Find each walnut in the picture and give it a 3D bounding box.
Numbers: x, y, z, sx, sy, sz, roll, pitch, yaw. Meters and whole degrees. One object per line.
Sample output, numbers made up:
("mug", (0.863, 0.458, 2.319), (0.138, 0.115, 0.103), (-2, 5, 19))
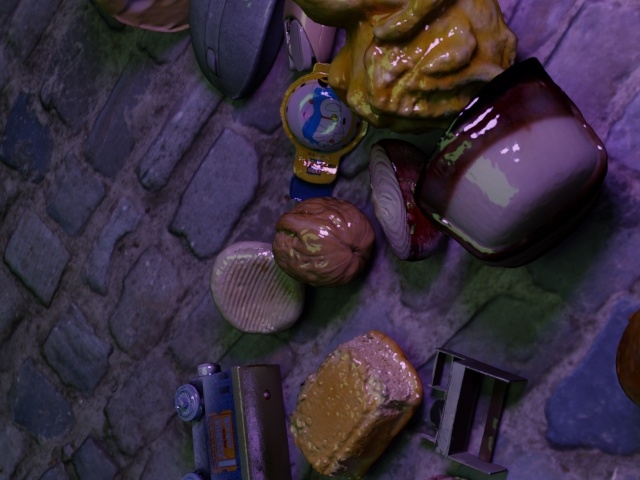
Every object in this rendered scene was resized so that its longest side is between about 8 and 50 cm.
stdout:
("walnut", (0.000, 0.000, 1.988), (0.184, 0.155, 0.156), (11, 95, 47))

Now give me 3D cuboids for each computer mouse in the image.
("computer mouse", (-0.016, -0.407, 2.052), (0.145, 0.082, 0.237), (-146, 67, -71))
("computer mouse", (-0.152, -0.430, 2.163), (0.203, 0.114, 0.374), (36, 120, 28))

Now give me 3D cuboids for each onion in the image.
("onion", (0.153, -0.072, 1.870), (0.151, 0.098, 0.206), (148, 110, -67))

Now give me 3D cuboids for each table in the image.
("table", (0.218, 0.257, 1.815), (0.175, 0.062, 0.146), (16, 99, 41))

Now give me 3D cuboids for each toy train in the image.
("toy train", (-0.160, 0.364, 2.135), (0.202, 0.131, 0.300), (-16, 77, 41))

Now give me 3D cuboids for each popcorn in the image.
("popcorn", (0.145, -0.304, 1.746), (0.290, 0.321, 0.326), (64, 147, 24))

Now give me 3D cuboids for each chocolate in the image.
("chocolate", (0.285, -0.085, 1.657), (0.186, 0.283, 0.284), (41, 116, 21))

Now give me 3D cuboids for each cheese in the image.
("cheese", (0.001, -0.179, 2.042), (0.156, 0.064, 0.250), (12, 111, 9))

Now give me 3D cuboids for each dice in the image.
("dice", (-0.312, -0.559, 2.279), (0.238, 0.233, 0.227), (-43, 58, 33))

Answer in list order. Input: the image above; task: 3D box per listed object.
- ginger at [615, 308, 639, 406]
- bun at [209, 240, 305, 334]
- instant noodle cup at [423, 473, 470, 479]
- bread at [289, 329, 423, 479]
("ginger", (0.498, 0.103, 1.479), (0.165, 0.172, 0.321), (37, 117, -4))
("bun", (-0.104, 0.077, 2.112), (0.183, 0.102, 0.183), (5, 115, 11))
("instant noodle cup", (0.131, 0.479, 1.768), (0.243, 0.231, 0.243), (-4, 84, 43))
("bread", (0.055, 0.270, 1.934), (0.174, 0.121, 0.245), (47, 116, 28))
